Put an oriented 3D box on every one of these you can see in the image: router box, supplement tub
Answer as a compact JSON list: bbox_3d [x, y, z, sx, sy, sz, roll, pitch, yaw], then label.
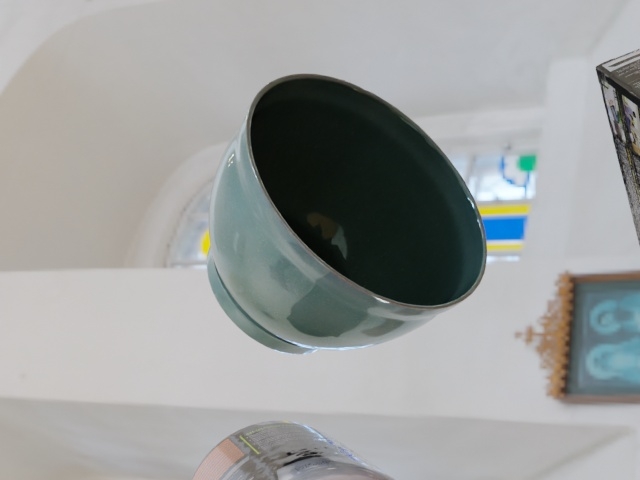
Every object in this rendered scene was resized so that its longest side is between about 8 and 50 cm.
[{"bbox_3d":[0.259,-0.035,0.801,0.133,0.046,0.178,-111,-1,-63],"label":"router box"},{"bbox_3d":[-0.023,0.276,1.046,0.194,0.316,0.193,0,-89,-14],"label":"supplement tub"}]

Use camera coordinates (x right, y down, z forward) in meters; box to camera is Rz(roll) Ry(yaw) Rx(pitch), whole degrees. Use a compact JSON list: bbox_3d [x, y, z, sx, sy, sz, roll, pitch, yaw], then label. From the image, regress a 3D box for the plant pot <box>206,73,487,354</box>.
[{"bbox_3d":[0.000,0.000,1.180,0.293,0.196,0.293,24,-138,-23],"label":"plant pot"}]
